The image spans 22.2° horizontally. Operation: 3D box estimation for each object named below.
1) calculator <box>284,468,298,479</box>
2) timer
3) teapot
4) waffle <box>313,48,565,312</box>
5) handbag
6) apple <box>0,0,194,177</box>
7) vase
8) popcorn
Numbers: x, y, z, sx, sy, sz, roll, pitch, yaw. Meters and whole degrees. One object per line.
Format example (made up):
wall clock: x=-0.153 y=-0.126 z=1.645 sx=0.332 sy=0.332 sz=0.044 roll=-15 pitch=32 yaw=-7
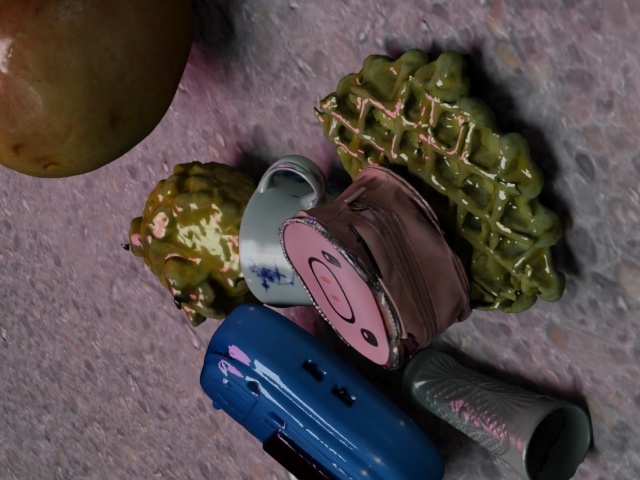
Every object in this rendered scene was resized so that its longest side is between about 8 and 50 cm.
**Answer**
calculator: x=0.022 y=0.366 z=2.147 sx=0.246 sy=0.045 sz=0.141 roll=60 pitch=-174 yaw=0
timer: x=-0.007 y=0.212 z=1.930 sx=0.309 sy=0.115 sz=0.340 roll=39 pitch=166 yaw=2
teapot: x=0.000 y=0.000 z=1.817 sx=0.159 sy=0.159 sz=0.232 roll=20 pitch=142 yaw=49
waffle: x=0.115 y=-0.053 z=1.659 sx=0.317 sy=0.073 sz=0.297 roll=-8 pitch=110 yaw=59
handbag: x=0.057 y=0.029 z=1.647 sx=0.179 sy=0.116 sz=0.205 roll=22 pitch=142 yaw=54
apple: x=-0.297 y=-0.244 z=1.868 sx=0.338 sy=0.338 sz=0.305 roll=32 pitch=157 yaw=40
vase: x=0.181 y=0.184 z=1.758 sx=0.219 sy=0.096 sz=0.096 roll=24 pitch=135 yaw=50
popcorn: x=-0.131 y=0.006 z=1.990 sx=0.189 sy=0.169 sz=0.218 roll=54 pitch=156 yaw=13
